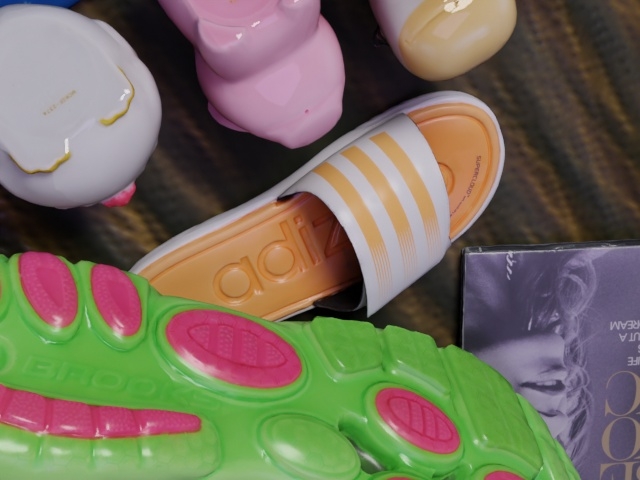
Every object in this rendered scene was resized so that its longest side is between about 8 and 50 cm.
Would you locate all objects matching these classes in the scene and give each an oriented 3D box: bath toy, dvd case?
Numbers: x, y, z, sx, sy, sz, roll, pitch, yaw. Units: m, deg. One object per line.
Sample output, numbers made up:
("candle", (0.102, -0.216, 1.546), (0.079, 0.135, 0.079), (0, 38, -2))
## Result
("bath toy", (-0.021, -0.120, 0.673), (0.348, 0.129, 0.151), (-30, 86, -5))
("dvd case", (0.175, 0.107, 0.853), (0.164, 0.018, 0.221), (-3, 109, -5))

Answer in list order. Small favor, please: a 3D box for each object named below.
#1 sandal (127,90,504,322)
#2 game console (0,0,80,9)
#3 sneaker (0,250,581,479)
("sandal", (0.004, 0.009, 0.752), (0.265, 0.076, 0.102), (-30, 116, -3))
("game console", (-0.125, -0.296, 0.627), (0.293, 0.173, 0.250), (-33, 147, -1))
("sneaker", (-0.039, 0.150, 0.750), (0.482, 0.185, 0.202), (22, 139, -15))
